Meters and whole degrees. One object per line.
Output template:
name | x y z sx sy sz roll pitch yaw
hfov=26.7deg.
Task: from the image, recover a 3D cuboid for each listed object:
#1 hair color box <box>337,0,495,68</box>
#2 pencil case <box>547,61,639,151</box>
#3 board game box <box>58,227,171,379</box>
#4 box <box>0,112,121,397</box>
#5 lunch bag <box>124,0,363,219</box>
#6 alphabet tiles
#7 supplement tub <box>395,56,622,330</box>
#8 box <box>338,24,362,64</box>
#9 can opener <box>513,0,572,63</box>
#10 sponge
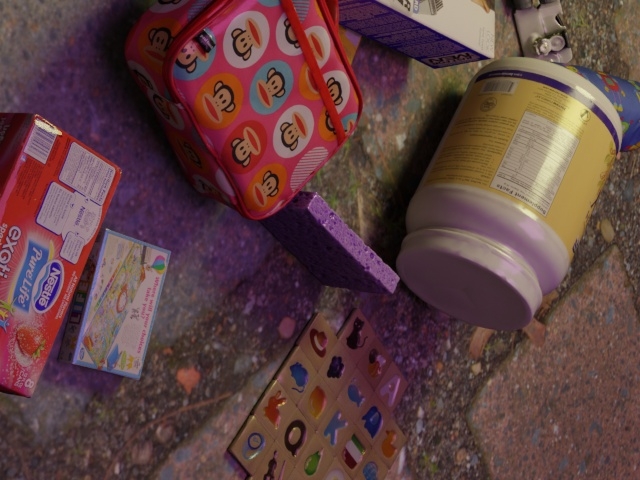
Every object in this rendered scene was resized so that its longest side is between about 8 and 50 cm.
hair color box | 0.102 -0.356 1.748 0.339 0.110 0.185 13 76 -54
pencil case | 0.421 -0.208 2.159 0.306 0.119 0.133 2 130 -49
board game box | -0.231 0.072 1.521 0.103 0.026 0.154 23 77 -47
box | -0.320 0.012 1.340 0.128 0.123 0.256 34 69 -44
lunch bag | -0.069 -0.195 1.553 0.258 0.120 0.293 -46 138 -18
alphabet tiles | 0.004 0.274 1.823 0.342 0.011 0.285 -56 131 -28
supplement tub | 0.265 -0.065 1.907 0.241 0.241 0.331 48 60 -40
box | -0.009 -0.232 1.728 0.105 0.043 0.179 40 63 -44
can opener | 0.326 -0.390 2.083 0.093 0.074 0.280 -84 157 -59
sponge | 0.000 0.000 1.706 0.210 0.117 0.031 46 62 -42
